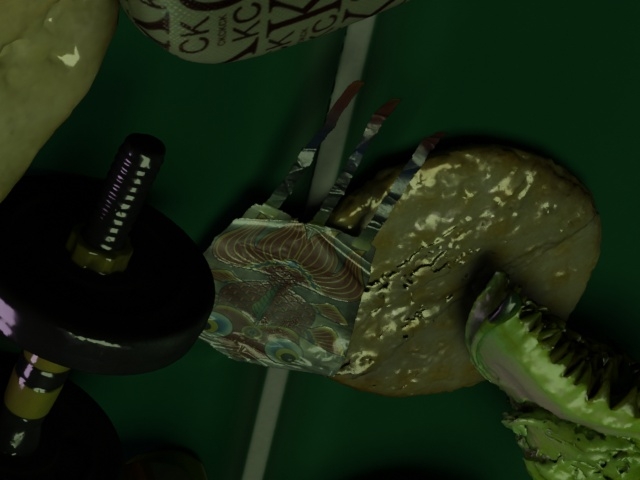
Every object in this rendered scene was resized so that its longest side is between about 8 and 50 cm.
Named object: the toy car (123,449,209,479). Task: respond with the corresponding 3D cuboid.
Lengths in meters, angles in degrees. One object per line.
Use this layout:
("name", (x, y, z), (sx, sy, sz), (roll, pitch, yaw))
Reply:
("toy car", (-0.170, 0.258, 1.081), (0.235, 0.145, 0.235), (-12, 135, -12))

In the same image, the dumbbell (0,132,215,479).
("dumbbell", (-0.156, 0.070, 0.921), (0.143, 0.143, 0.325), (9, 126, -28))

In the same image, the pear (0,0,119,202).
("pear", (-0.275, -0.113, 0.651), (0.386, 0.191, 0.340), (-25, 138, -38))

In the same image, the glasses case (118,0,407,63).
("glasses case", (0.059, -0.190, 0.751), (0.355, 0.085, 0.137), (-28, 143, -27))

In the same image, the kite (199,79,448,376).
("kite", (0.000, -0.002, 0.973), (0.127, 0.016, 0.229), (23, 128, -19))

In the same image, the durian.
("durian", (0.203, 0.131, 1.126), (0.132, 0.106, 0.375), (-35, 140, 12))

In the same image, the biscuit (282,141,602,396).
("biscuit", (0.080, 0.025, 1.050), (0.220, 0.033, 0.220), (-12, 133, -13))
